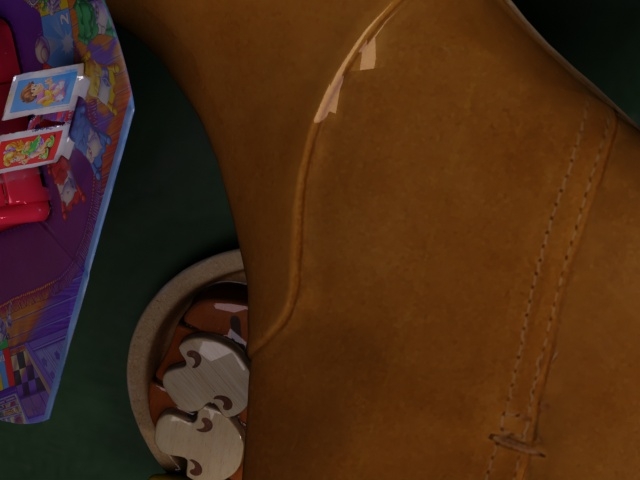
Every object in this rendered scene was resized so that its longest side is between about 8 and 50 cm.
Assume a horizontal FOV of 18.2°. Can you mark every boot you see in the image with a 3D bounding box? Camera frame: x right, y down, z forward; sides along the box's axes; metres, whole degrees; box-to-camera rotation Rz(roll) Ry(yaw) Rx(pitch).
[{"bbox_3d":[0.001,0.001,0.573,0.295,0.211,0.104,16,164,8],"label":"boot"}]

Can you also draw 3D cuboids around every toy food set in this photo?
[{"bbox_3d":[-0.008,0.062,0.709,0.132,0.038,0.192,20,119,4],"label":"toy food set"}]

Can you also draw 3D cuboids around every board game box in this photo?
[{"bbox_3d":[-0.116,-0.027,0.601,0.133,0.033,0.168,45,129,36],"label":"board game box"}]
